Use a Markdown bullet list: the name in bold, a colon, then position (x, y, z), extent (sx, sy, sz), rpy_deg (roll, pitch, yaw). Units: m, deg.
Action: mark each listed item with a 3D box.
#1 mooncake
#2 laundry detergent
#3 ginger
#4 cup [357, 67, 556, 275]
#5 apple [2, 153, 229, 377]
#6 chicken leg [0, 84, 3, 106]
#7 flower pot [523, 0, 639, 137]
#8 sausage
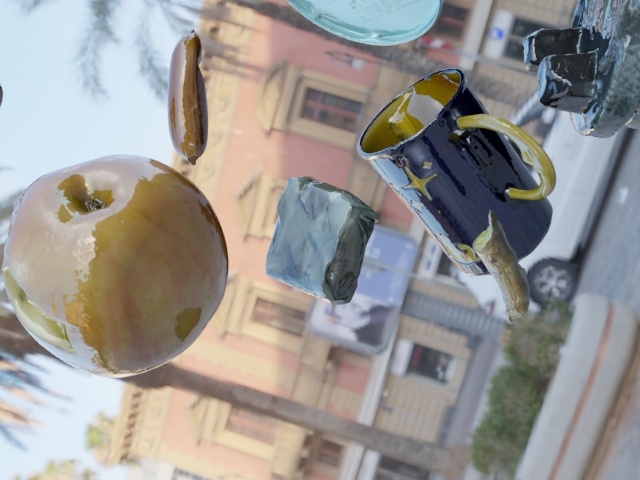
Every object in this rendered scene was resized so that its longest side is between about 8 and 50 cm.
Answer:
- **mooncake**: position (0.000, 0.000, 1.216), extent (0.073, 0.125, 0.129), rpy_deg (13, -79, -45)
- **laundry detergent**: position (0.100, -0.500, 1.593), extent (0.287, 0.287, 0.305), rpy_deg (92, -158, -61)
- **ginger**: position (0.217, 0.029, 1.274), extent (0.137, 0.044, 0.057), rpy_deg (61, -168, -15)
- **cup**: position (0.205, -0.075, 1.456), extent (0.178, 0.256, 0.255), rpy_deg (-39, 20, 3)
- **apple**: position (-0.164, 0.017, 0.850), extent (0.199, 0.199, 0.199), rpy_deg (17, -90, -82)
- **chicken leg**: position (-0.530, -0.180, 1.337), extent (0.107, 0.252, 0.087), rpy_deg (-124, 30, -52)
- **flower pot**: position (0.431, -0.281, 1.424), extent (0.299, 0.283, 0.299), rpy_deg (8, -90, -89)
- **sausage**: position (-0.177, -0.190, 1.409), extent (0.062, 0.054, 0.183), rpy_deg (180, 87, -69)
